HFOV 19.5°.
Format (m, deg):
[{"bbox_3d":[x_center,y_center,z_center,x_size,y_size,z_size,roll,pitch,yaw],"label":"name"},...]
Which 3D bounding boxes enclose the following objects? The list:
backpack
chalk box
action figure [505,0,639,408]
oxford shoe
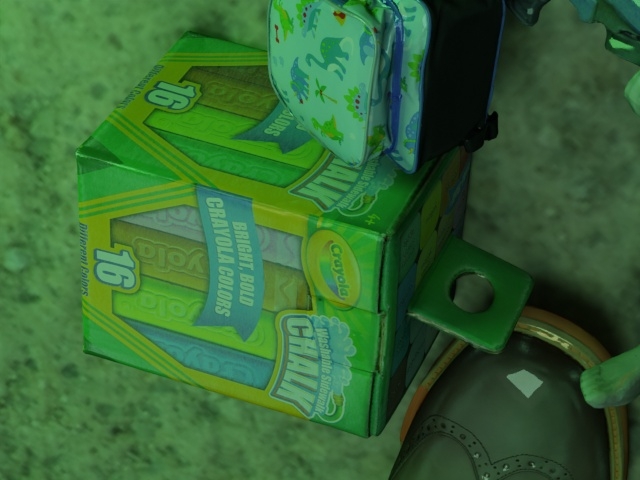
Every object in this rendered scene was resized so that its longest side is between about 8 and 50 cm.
[{"bbox_3d":[0.022,-0.097,0.874,0.114,0.084,0.105,44,143,41],"label":"backpack"},{"bbox_3d":[0.000,0.000,0.942,0.213,0.132,0.132,14,127,15],"label":"chalk box"},{"bbox_3d":[0.222,-0.050,0.823,0.341,0.178,0.330,40,131,36],"label":"action figure"},{"bbox_3d":[0.078,0.195,1.037,0.130,0.133,0.363,22,129,12],"label":"oxford shoe"}]
